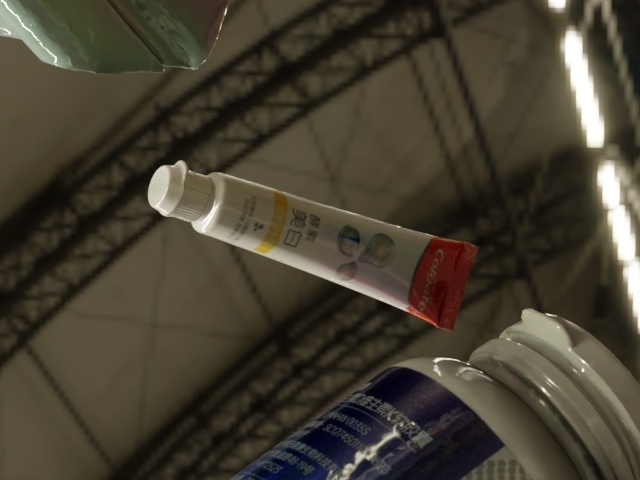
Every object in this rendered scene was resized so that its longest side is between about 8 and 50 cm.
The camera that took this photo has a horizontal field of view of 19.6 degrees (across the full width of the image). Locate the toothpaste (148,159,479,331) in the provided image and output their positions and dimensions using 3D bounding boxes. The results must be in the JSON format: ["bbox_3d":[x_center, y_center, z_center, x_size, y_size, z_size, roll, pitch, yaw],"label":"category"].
[{"bbox_3d":[0.000,0.000,0.938,0.190,0.031,0.048,19,-94,-30],"label":"toothpaste"}]

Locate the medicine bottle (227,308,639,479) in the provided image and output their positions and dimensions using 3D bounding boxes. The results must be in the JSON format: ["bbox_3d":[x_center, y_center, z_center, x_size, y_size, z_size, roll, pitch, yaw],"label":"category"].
[{"bbox_3d":[0.021,0.107,0.612,0.191,0.107,0.107,-33,-49,-20],"label":"medicine bottle"}]

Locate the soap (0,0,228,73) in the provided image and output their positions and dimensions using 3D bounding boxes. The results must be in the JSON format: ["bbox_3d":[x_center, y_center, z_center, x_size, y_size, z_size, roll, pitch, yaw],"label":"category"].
[{"bbox_3d":[-0.132,-0.190,0.821,0.324,0.109,0.192,52,-125,-64],"label":"soap"}]
